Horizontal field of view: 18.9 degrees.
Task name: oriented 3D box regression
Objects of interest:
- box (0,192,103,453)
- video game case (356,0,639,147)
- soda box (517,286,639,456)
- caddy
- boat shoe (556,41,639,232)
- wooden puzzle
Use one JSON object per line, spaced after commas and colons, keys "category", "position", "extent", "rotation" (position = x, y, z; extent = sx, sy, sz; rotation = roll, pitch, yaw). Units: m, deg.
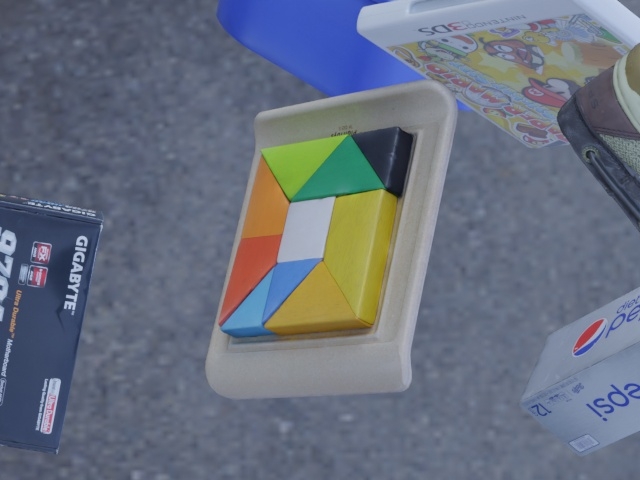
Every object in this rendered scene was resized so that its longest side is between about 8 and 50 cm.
{"category": "box", "position": [-0.297, 0.066, 1.689], "extent": [0.175, 0.051, 0.220], "rotation": [11, 102, -10]}
{"category": "video game case", "position": [0.175, -0.133, 1.465], "extent": [0.227, 0.206, 0.026], "rotation": [29, 67, -40]}
{"category": "soda box", "position": [0.316, 0.101, 1.787], "extent": [0.091, 0.286, 0.098], "rotation": [40, 50, -12]}
{"category": "caddy", "position": [0.056, -0.266, 2.006], "extent": [0.241, 0.341, 0.179], "rotation": [-22, 138, -54]}
{"category": "boat shoe", "position": [0.203, -0.001, 0.961], "extent": [0.223, 0.073, 0.080], "rotation": [50, 41, -16]}
{"category": "wooden puzzle", "position": [0.000, 0.000, 1.480], "extent": [0.044, 0.221, 0.239], "rotation": [22, 70, -41]}
